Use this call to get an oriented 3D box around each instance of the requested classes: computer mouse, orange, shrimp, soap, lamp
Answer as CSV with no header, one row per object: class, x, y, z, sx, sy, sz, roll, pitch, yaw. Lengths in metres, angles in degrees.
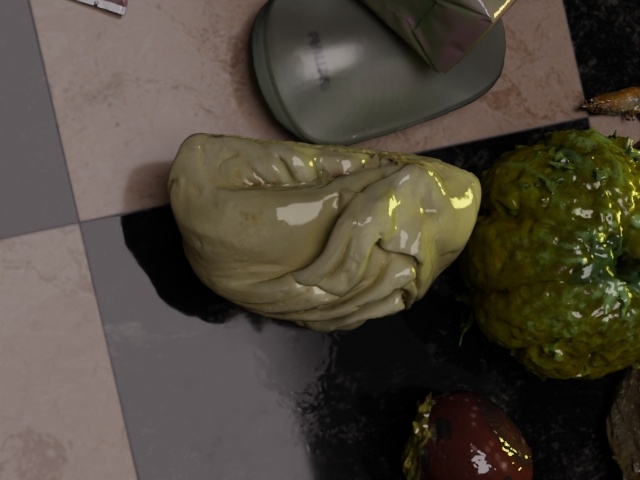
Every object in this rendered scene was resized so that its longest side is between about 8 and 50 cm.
computer mouse,0.075,-0.225,1.384,0.330,0.095,0.197,-20,97,-22
orange,0.315,0.023,1.384,0.301,0.223,0.300,19,83,-15
shrimp,0.384,-0.155,1.534,0.127,0.025,0.091,1,87,-24
soap,0.144,-0.320,1.320,0.182,0.138,0.199,41,57,-1
lamp,0.164,0.251,1.362,0.135,0.156,0.157,-42,65,18

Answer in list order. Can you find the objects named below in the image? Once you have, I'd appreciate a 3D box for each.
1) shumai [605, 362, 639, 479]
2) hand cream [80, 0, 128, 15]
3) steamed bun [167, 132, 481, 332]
shumai,0.457,0.240,1.483,0.153,0.161,0.210,28,52,-39
hand cream,-0.219,-0.355,1.306,0.067,0.043,0.210,16,86,-18
steamed bun,-0.003,0.000,1.255,0.289,0.276,0.203,2,97,-46
